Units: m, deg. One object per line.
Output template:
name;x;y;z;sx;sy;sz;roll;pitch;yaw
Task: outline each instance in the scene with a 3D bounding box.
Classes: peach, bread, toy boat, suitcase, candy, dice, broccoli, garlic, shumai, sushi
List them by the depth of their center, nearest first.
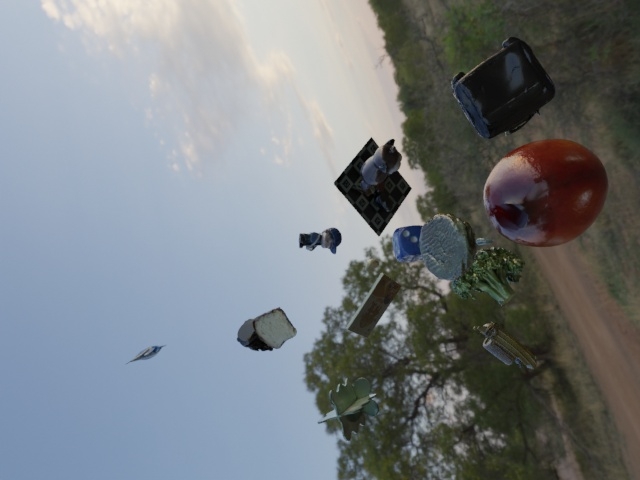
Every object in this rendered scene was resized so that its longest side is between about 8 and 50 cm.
bread;-0.144;0.281;1.572;0.129;0.126;0.044;55;-160;-7
peach;0.737;-0.156;1.629;0.388;0.388;0.388;-19;-90;-72
shumai;0.474;0.014;1.633;0.272;0.203;0.222;-122;34;-59
candy;-0.593;0.389;1.655;0.038;0.136;0.088;65;164;0
suitcase;0.766;-0.625;2.043;0.339;0.345;0.188;56;-164;-4
toy boat;0.815;0.474;2.150;0.310;0.115;0.089;40;174;-1
dice;0.409;0.014;2.178;0.143;0.146;0.146;94;169;-75
sushi;0.281;-0.263;2.320;0.359;0.064;0.343;48;-116;-22
garlic;0.251;0.119;2.377;0.041;0.083;0.053;35;153;45
broccoli;0.869;0.172;2.502;0.317;0.277;0.338;32;-145;10

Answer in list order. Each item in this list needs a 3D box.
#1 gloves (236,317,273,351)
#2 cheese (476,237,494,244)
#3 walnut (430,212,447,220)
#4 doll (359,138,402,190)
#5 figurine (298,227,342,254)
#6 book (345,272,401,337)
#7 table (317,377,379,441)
gloves;-0.249;0.386;1.952;0.181;0.106;0.129;57;-146;-53
cheese;0.596;0.004;1.789;0.120;0.067;0.026;160;105;-75
walnut;0.596;-0.057;2.375;0.144;0.144;0.180;64;-156;-21
doll;0.256;-0.319;2.085;0.117;0.257;0.182;27;-127;-18
figurine;0.000;0.000;1.662;0.087;0.149;0.086;-99;12;-48
book;0.245;0.299;2.195;0.020;0.295;0.208;33;180;37
table;0.092;0.558;1.607;0.198;0.166;0.167;2;-110;-67
